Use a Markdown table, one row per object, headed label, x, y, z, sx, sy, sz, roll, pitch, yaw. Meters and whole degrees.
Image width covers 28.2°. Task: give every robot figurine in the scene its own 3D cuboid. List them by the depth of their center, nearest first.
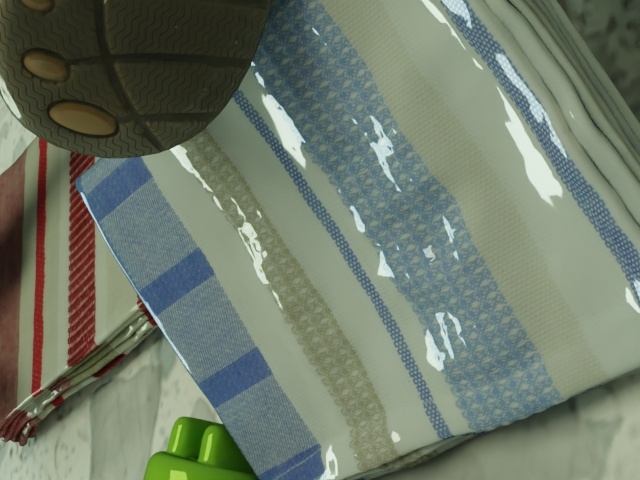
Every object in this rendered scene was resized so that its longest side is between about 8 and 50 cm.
| label | x | y | z | sx | sy | sz | roll | pitch | yaw |
| --- | --- | --- | --- | --- | --- | --- | --- | --- | --- |
| robot figurine | -0.063 | 0.151 | 0.652 | 0.101 | 0.067 | 0.115 | 7 | 81 | 42 |

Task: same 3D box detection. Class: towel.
| label | x | y | z | sx | sy | sz | roll | pitch | yaw |
| --- | --- | --- | --- | --- | --- | --- | --- | --- | --- |
| towel | 0.015 | 0.000 | 0.542 | 0.285 | 0.034 | 0.209 | -32 | 91 | 45 |
| towel | -0.138 | -0.027 | 0.865 | 0.329 | 0.037 | 0.237 | -38 | 47 | 38 |

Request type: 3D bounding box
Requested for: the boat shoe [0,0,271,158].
| label | x | y | z | sx | sy | sz | roll | pitch | yaw |
| --- | --- | --- | --- | --- | --- | --- | --- | --- | --- |
| boat shoe | -0.053 | -0.211 | 0.511 | 0.355 | 0.132 | 0.130 | -64 | 29 | 5 |
